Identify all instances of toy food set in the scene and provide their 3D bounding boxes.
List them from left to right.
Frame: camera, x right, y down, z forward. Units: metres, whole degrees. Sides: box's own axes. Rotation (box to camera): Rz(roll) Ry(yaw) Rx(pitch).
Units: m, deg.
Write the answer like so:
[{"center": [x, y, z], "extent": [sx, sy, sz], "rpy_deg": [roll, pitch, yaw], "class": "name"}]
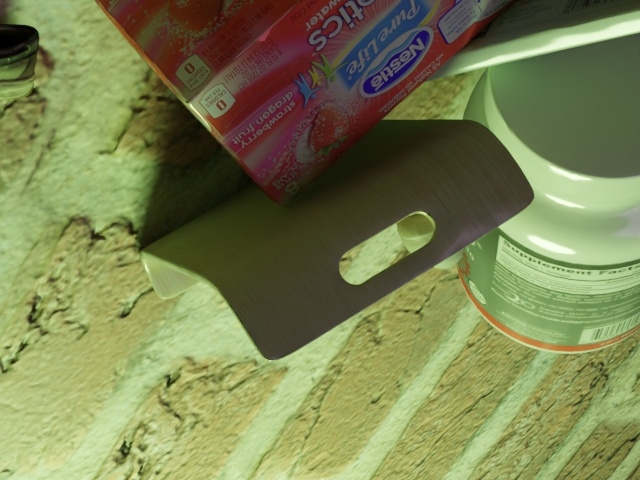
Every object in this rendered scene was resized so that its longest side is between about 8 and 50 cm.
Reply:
[{"center": [0.000, 0.000, 1.031], "extent": [0.219, 0.306, 0.092], "rpy_deg": [-31, 103, -15], "class": "toy food set"}]

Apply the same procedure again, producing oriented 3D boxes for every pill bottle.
[{"center": [0.219, -0.054, 1.149], "extent": [0.210, 0.210, 0.363], "rpy_deg": [-35, 159, -10], "class": "pill bottle"}]

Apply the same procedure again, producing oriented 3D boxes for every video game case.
[{"center": [0.182, -0.204, 0.983], "extent": [0.023, 0.212, 0.193], "rpy_deg": [48, 53, -30], "class": "video game case"}]

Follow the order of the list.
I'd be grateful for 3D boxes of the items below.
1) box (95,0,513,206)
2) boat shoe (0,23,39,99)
[{"center": [0.018, -0.192, 0.945], "extent": [0.300, 0.142, 0.154], "rpy_deg": [-42, 144, 0], "class": "box"}, {"center": [-0.244, -0.117, 0.856], "extent": [0.152, 0.056, 0.049], "rpy_deg": [-11, 129, -49], "class": "boat shoe"}]
